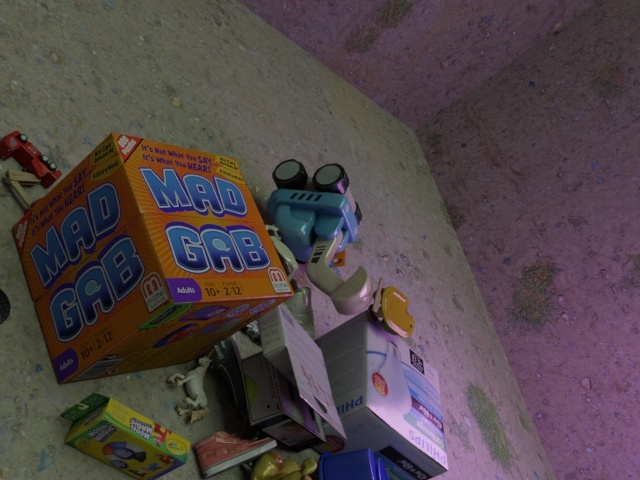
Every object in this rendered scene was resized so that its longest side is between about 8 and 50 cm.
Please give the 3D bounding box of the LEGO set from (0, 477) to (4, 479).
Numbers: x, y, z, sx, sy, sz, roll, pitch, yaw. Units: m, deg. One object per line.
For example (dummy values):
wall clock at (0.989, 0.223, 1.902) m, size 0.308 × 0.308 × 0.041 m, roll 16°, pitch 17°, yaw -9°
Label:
LEGO set at (-0.501, 0.484, 1.030) m, size 0.244 × 0.060 × 0.182 m, roll 36°, pitch 36°, yaw -16°

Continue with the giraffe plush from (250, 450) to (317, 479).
giraffe plush at (-0.072, 0.550, 1.446) m, size 0.210 × 0.170 × 0.181 m, roll 17°, pitch 61°, yaw -47°

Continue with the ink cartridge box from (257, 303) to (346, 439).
ink cartridge box at (-0.046, 0.311, 1.537) m, size 0.296 × 0.066 × 0.261 m, roll 57°, pitch 12°, yaw -49°

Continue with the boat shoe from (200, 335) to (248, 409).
boat shoe at (-0.254, 0.269, 1.613) m, size 0.099 × 0.116 × 0.319 m, roll -18°, pitch 80°, yaw -16°

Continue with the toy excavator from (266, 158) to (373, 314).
toy excavator at (0.000, 0.000, 1.986) m, size 0.445 × 0.433 × 0.222 m, roll -66°, pitch 150°, yaw -31°

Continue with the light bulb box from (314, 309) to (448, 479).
light bulb box at (0.159, 0.464, 1.884) m, size 0.358 × 0.225 × 0.361 m, roll 42°, pitch 29°, yaw -25°

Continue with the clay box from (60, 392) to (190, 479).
clay box at (-0.372, 0.374, 1.243) m, size 0.222 × 0.127 × 0.053 m, roll 39°, pitch 33°, yaw -28°

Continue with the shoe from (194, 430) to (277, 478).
shoe at (-0.188, 0.454, 1.463) m, size 0.178 × 0.063 × 0.081 m, roll -15°, pitch 67°, yaw -28°

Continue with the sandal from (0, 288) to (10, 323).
sandal at (-0.640, 0.092, 1.228) m, size 0.179 × 0.040 × 0.067 m, roll 48°, pitch 20°, yaw 16°

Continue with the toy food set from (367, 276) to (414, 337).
toy food set at (0.189, 0.201, 1.896) m, size 0.218 × 0.071 × 0.128 m, roll 41°, pitch 48°, yaw -39°

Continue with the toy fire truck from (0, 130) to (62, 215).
toy fire truck at (-0.645, -0.141, 1.451) m, size 0.192 × 0.047 × 0.135 m, roll 47°, pitch 30°, yaw -15°

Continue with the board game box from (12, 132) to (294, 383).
board game box at (-0.348, 0.045, 1.387) m, size 0.356 × 0.356 × 0.356 m, roll 4°, pitch 57°, yaw -57°

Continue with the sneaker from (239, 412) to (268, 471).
sneaker at (-0.153, 0.465, 1.560) m, size 0.061 × 0.065 × 0.158 m, roll 38°, pitch 32°, yaw -31°

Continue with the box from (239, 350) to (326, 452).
box at (-0.088, 0.393, 1.603) m, size 0.290 × 0.087 × 0.169 m, roll 56°, pitch 15°, yaw -56°

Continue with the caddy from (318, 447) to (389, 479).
caddy at (0.085, 0.674, 1.601) m, size 0.241 × 0.179 × 0.341 m, roll 56°, pitch 16°, yaw -54°

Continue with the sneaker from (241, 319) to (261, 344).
sneaker at (-0.175, 0.236, 1.799) m, size 0.098 × 0.038 × 0.069 m, roll 45°, pitch 30°, yaw -21°

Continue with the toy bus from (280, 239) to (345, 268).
toy bus at (-0.015, 0.043, 2.166) m, size 0.202 × 0.104 × 0.191 m, roll 25°, pitch 44°, yaw 28°

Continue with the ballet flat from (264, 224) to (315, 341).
ballet flat at (-0.106, 0.132, 1.923) m, size 0.147 × 0.147 × 0.409 m, roll -9°, pitch 69°, yaw -60°

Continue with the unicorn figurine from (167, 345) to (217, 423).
unicorn figurine at (-0.289, 0.329, 1.506) m, size 0.111 × 0.060 × 0.162 m, roll 3°, pitch 77°, yaw -53°
